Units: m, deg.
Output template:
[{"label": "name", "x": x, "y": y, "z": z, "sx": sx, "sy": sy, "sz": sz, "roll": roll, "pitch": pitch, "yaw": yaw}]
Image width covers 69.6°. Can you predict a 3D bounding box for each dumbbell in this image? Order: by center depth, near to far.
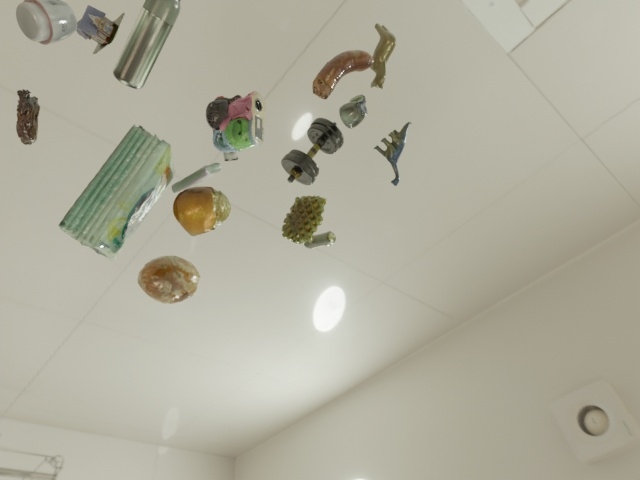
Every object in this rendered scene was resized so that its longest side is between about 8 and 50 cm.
[{"label": "dumbbell", "x": -0.035, "y": -0.420, "z": 2.178, "sx": 0.388, "sy": 0.185, "sz": 0.185, "roll": -54, "pitch": -151, "yaw": -18}]

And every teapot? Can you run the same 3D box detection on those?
[{"label": "teapot", "x": 0.160, "y": -0.571, "z": 2.038, "sx": 0.108, "sy": 0.111, "sz": 0.149, "roll": -19, "pitch": -159, "yaw": 38}]

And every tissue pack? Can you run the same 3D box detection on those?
[{"label": "tissue pack", "x": -0.634, "y": -0.144, "z": 1.481, "sx": 0.388, "sy": 0.162, "sz": 0.287, "roll": -61, "pitch": -172, "yaw": -16}]

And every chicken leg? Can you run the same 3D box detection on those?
[{"label": "chicken leg", "x": -1.006, "y": -0.414, "z": 1.584, "sx": 0.105, "sy": 0.063, "sz": 0.233, "roll": -96, "pitch": -156, "yaw": -57}]

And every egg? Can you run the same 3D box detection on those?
[{"label": "egg", "x": -0.594, "y": 0.155, "z": 1.811, "sx": 0.195, "sy": 0.233, "sz": 0.194, "roll": -177, "pitch": -90, "yaw": -64}]

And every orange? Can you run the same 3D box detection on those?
[{"label": "orange", "x": -0.314, "y": -0.079, "z": 1.227, "sx": 0.157, "sy": 0.157, "sz": 0.134, "roll": 19, "pitch": -75, "yaw": 58}]

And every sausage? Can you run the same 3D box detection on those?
[{"label": "sausage", "x": 0.078, "y": -0.611, "z": 1.645, "sx": 0.076, "sy": 0.102, "sz": 0.302, "roll": 0, "pitch": -143, "yaw": 51}]

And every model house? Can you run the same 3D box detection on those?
[{"label": "model house", "x": -0.686, "y": -0.654, "z": 1.404, "sx": 0.167, "sy": 0.088, "sz": 0.117, "roll": 7, "pitch": -106, "yaw": 45}]

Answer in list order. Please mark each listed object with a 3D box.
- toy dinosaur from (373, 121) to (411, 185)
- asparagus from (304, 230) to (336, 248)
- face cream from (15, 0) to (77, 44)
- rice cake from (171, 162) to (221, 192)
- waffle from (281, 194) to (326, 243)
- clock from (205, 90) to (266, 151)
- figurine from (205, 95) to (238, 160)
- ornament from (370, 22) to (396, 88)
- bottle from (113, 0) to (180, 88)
[{"label": "toy dinosaur", "x": 0.343, "y": -0.378, "z": 1.954, "sx": 0.248, "sy": 0.188, "sz": 0.075, "roll": -43, "pitch": -175, "yaw": -8}, {"label": "asparagus", "x": 0.000, "y": -0.002, "z": 2.048, "sx": 0.060, "sy": 0.067, "sz": 0.278, "roll": -61, "pitch": -161, "yaw": -17}, {"label": "face cream", "x": -0.578, "y": -0.466, "z": 0.975, "sx": 0.091, "sy": 0.091, "sz": 0.095, "roll": -29, "pitch": -169, "yaw": 41}, {"label": "rice cake", "x": -0.450, "y": -0.222, "z": 1.647, "sx": 0.222, "sy": 0.042, "sz": 0.080, "roll": -17, "pitch": -166, "yaw": 38}, {"label": "waffle", "x": -0.065, "y": -0.084, "z": 1.757, "sx": 0.214, "sy": 0.054, "sz": 0.207, "roll": 4, "pitch": -108, "yaw": 49}, {"label": "clock", "x": -0.288, "y": -0.390, "z": 1.531, "sx": 0.196, "sy": 0.100, "sz": 0.193, "roll": 0, "pitch": -96, "yaw": 22}, {"label": "figurine", "x": -0.389, "y": -0.447, "z": 1.848, "sx": 0.138, "sy": 0.110, "sz": 0.245, "roll": -121, "pitch": -158, "yaw": -62}, {"label": "ornament", "x": 0.262, "y": -0.807, "z": 2.046, "sx": 0.230, "sy": 0.061, "sz": 0.244, "roll": -61, "pitch": -145, "yaw": 36}, {"label": "bottle", "x": -0.435, "y": -0.506, "z": 1.141, "sx": 0.253, "sy": 0.096, "sz": 0.079, "roll": -55, "pitch": -164, "yaw": 16}]
